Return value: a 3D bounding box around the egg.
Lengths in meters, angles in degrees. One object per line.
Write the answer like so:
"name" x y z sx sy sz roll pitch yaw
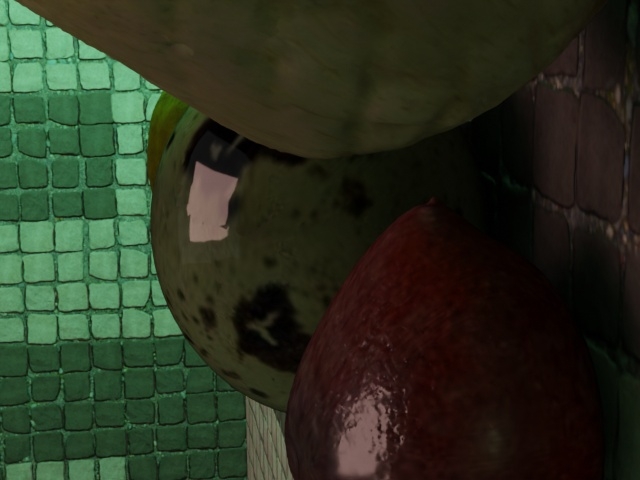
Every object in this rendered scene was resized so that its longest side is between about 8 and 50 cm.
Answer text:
"egg" 0.000 0.000 1.010 0.379 0.287 0.288 88 176 -63

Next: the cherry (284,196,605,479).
"cherry" 0.091 0.110 0.787 0.239 0.206 0.239 -52 21 29

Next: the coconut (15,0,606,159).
"coconut" -0.005 -0.252 0.591 0.344 0.415 0.415 20 116 45

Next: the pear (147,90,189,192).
"pear" -0.066 -0.094 1.345 0.375 0.287 0.287 24 -117 -84
